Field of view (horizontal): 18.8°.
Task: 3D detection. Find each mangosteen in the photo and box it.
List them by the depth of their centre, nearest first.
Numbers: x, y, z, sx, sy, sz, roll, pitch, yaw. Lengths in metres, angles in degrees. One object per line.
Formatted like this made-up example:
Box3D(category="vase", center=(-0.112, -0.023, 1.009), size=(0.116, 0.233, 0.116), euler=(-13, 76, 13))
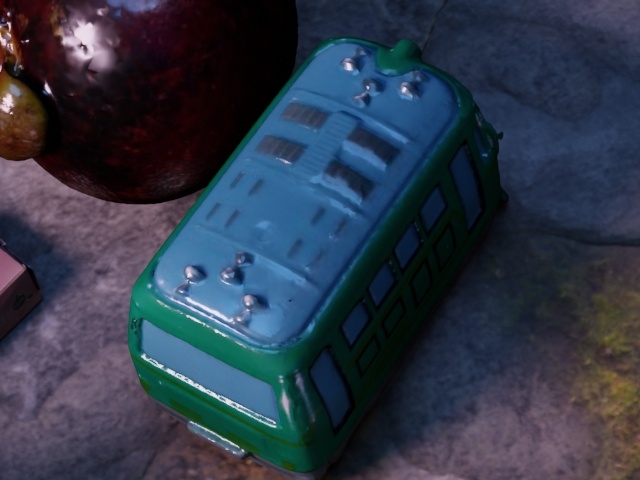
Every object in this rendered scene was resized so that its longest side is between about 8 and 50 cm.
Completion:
Box3D(category="mangosteen", center=(-0.168, -0.176, 1.602), size=(0.293, 0.297, 0.297), euler=(21, 59, -16))

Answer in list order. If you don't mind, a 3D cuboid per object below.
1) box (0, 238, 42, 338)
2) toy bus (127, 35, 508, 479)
Box3D(category="box", center=(-0.322, 0.056, 1.626), size=(0.111, 0.060, 0.156), euler=(36, 72, 26))
Box3D(category="toy bus", center=(0.000, 0.000, 1.537), size=(0.183, 0.199, 0.343), euler=(24, 63, 22))
